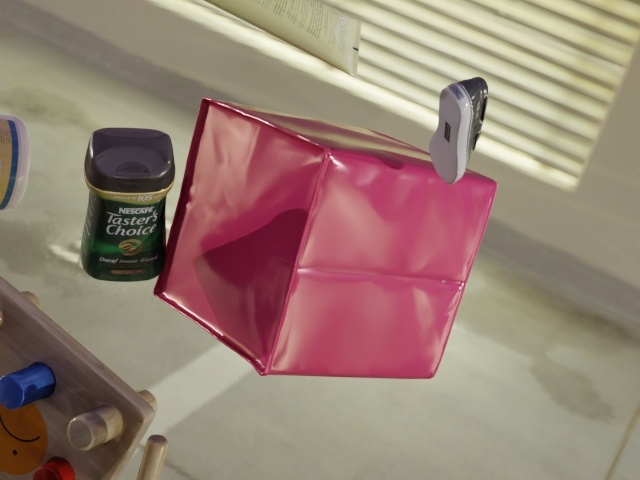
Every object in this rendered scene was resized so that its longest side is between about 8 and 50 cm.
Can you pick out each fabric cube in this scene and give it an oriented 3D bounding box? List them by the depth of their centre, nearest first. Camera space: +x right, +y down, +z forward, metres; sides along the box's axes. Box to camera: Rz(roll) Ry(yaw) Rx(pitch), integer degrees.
[{"bbox_3d":[0.000,0.000,1.304,0.258,0.259,0.254,6,15,-40],"label":"fabric cube"}]

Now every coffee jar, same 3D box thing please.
[{"bbox_3d":[-0.208,-0.039,1.209,0.096,0.184,0.079,0,48,-13],"label":"coffee jar"}]

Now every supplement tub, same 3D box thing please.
[{"bbox_3d":[-0.540,-0.120,1.639,0.199,0.144,0.144,4,27,-33],"label":"supplement tub"}]

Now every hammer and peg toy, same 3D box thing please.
[{"bbox_3d":[-0.284,0.231,1.212,0.361,0.266,0.127,36,19,16],"label":"hammer and peg toy"}]

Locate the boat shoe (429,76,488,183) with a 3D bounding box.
[{"bbox_3d":[0.139,-0.106,1.103,0.040,0.142,0.049,-28,63,-16],"label":"boat shoe"}]

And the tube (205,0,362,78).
[{"bbox_3d":[-0.054,-0.269,1.301,0.240,0.070,0.062,22,4,-24],"label":"tube"}]
